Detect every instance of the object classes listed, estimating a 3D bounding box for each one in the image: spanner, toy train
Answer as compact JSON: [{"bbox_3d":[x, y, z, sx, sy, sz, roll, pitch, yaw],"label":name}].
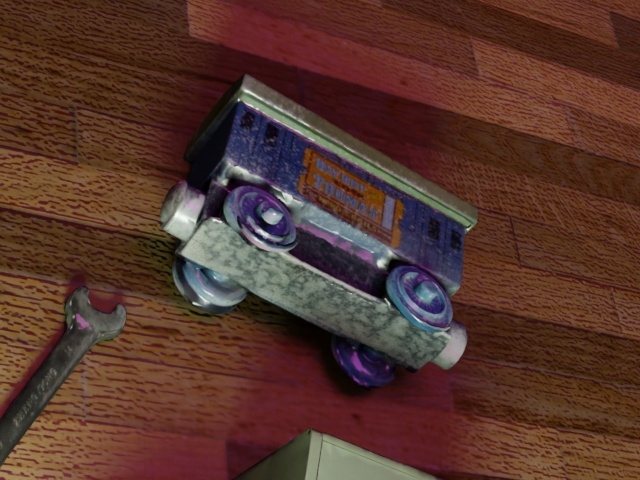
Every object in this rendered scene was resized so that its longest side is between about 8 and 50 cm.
[{"bbox_3d":[-0.224,0.124,1.132,0.054,0.015,0.254,40,45,-9],"label":"spanner"},{"bbox_3d":[0.000,0.000,1.314,0.299,0.131,0.202,29,39,-18],"label":"toy train"}]

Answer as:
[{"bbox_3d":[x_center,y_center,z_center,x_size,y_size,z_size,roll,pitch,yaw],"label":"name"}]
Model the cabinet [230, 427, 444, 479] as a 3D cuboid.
[{"bbox_3d":[0.035,0.265,1.124,0.206,0.150,0.145,24,52,-21],"label":"cabinet"}]
